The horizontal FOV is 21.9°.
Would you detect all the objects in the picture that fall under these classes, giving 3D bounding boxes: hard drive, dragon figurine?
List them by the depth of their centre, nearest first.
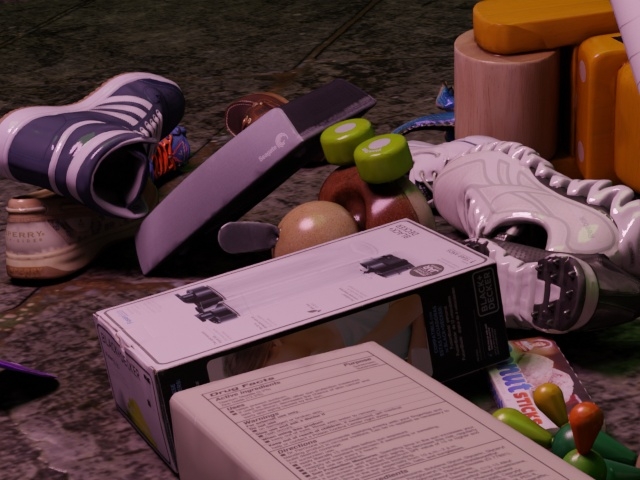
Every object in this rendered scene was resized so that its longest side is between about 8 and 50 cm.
[{"bbox_3d":[-0.073,-0.068,1.663,0.254,0.054,0.172,-38,-3,36],"label":"hard drive"},{"bbox_3d":[0.212,-0.143,1.973,0.289,0.085,0.144,-13,18,-25],"label":"dragon figurine"}]

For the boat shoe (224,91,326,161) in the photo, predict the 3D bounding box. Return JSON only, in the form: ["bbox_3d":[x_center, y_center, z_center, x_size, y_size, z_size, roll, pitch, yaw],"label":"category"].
[{"bbox_3d":[-0.061,-0.141,2.074,0.073,0.073,0.207,-17,20,-37],"label":"boat shoe"}]

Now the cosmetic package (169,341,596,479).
[{"bbox_3d":[0.040,0.171,0.999,0.160,0.113,0.309,-13,18,-22],"label":"cosmetic package"}]

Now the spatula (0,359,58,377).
[{"bbox_3d":[-0.339,0.108,1.331,0.084,0.030,0.296,10,9,40],"label":"spatula"}]

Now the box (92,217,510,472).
[{"bbox_3d":[-0.017,0.076,1.317,0.289,0.087,0.169,-17,19,-20],"label":"box"}]

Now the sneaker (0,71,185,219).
[{"bbox_3d":[-0.198,-0.100,1.734,0.153,0.099,0.282,20,26,29],"label":"sneaker"}]

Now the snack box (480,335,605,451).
[{"bbox_3d":[0.167,0.117,1.273,0.064,0.022,0.178,-8,17,-3],"label":"snack box"}]

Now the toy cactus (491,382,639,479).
[{"bbox_3d":[0.196,0.146,1.076,0.180,0.112,0.219,-3,6,-26],"label":"toy cactus"}]

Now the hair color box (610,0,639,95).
[{"bbox_3d":[0.393,-0.137,1.489,0.185,0.113,0.374,-29,40,22],"label":"hair color box"}]

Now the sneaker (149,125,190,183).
[{"bbox_3d":[-0.204,-0.112,2.023,0.087,0.083,0.221,-1,20,-2],"label":"sneaker"}]

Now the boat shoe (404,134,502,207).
[{"bbox_3d":[0.131,-0.062,1.785,0.075,0.083,0.226,-29,15,-27],"label":"boat shoe"}]

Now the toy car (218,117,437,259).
[{"bbox_3d":[0.000,0.000,1.516,0.188,0.155,0.149,-25,23,-16],"label":"toy car"}]

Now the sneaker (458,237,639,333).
[{"bbox_3d":[0.195,0.043,1.420,0.106,0.078,0.234,6,1,-25],"label":"sneaker"}]

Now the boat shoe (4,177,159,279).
[{"bbox_3d":[-0.253,-0.040,1.788,0.104,0.089,0.285,-1,18,16],"label":"boat shoe"}]

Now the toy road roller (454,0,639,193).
[{"bbox_3d":[0.320,-0.142,1.766,0.329,0.203,0.241,-7,29,-7],"label":"toy road roller"}]

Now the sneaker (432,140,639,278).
[{"bbox_3d":[0.186,-0.020,1.580,0.118,0.110,0.292,-25,24,-25],"label":"sneaker"}]
